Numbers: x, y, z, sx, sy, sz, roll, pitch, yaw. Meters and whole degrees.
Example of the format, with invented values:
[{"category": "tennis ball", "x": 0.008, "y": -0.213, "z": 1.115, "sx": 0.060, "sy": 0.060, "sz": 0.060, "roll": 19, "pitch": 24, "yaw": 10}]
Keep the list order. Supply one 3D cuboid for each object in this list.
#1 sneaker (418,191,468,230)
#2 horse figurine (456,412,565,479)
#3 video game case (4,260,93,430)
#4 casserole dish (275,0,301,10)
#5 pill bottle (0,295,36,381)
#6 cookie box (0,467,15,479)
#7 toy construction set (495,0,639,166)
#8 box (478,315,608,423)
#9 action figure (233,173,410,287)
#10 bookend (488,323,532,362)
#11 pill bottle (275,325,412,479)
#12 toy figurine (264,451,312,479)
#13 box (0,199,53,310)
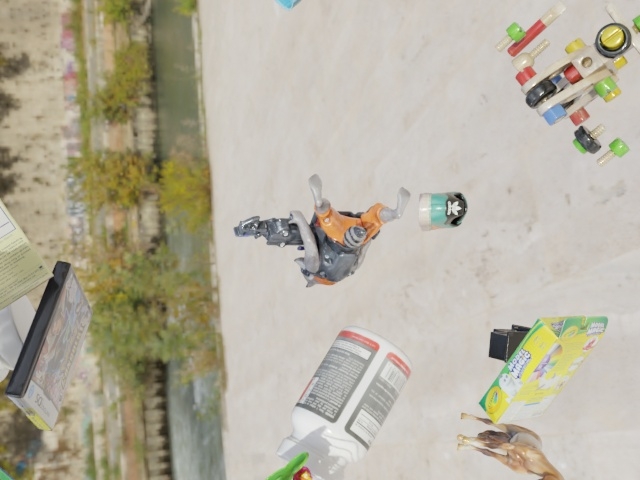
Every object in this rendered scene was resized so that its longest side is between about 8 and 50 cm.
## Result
[{"category": "sneaker", "x": 0.324, "y": -0.074, "z": 1.924, "sx": 0.302, "sy": 0.121, "sz": 0.108, "roll": -14, "pitch": -74, "yaw": -78}, {"category": "horse figurine", "x": 0.324, "y": 0.358, "z": 1.268, "sx": 0.263, "sy": 0.175, "sz": 0.066, "roll": 15, "pitch": -91, "yaw": -81}, {"category": "video game case", "x": -0.531, "y": 0.216, "z": 1.470, "sx": 0.248, "sy": 0.035, "sz": 0.274, "roll": 101, "pitch": 180, "yaw": -61}, {"category": "casserole dish", "x": -0.076, "y": -0.466, "z": 1.220, "sx": 0.188, "sy": 0.037, "sz": 0.114, "roll": 50, "pitch": 154, "yaw": 27}, {"category": "pill bottle", "x": -0.803, "y": 0.240, "z": 1.582, "sx": 0.204, "sy": 0.361, "sz": 0.204, "roll": 160, "pitch": 90, "yaw": -85}, {"category": "cookie box", "x": -0.257, "y": 0.203, "z": 0.541, "sx": 0.107, "sy": 0.092, "sz": 0.040, "roll": 57, "pitch": -151, "yaw": -30}, {"category": "toy construction set", "x": 0.495, "y": -0.350, "z": 1.374, "sx": 0.237, "sy": 0.257, "sz": 0.308, "roll": -43, "pitch": 49, "yaw": 29}, {"category": "box", "x": 0.292, "y": 0.160, "z": 0.960, "sx": 0.043, "sy": 0.105, "sz": 0.179, "roll": 54, "pitch": 127, "yaw": 39}, {"category": "action figure", "x": 0.000, "y": 0.000, "z": 1.552, "sx": 0.330, "sy": 0.342, "sz": 0.178, "roll": 111, "pitch": 150, "yaw": -55}, {"category": "bookend", "x": 0.443, "y": 0.238, "z": 1.713, "sx": 0.157, "sy": 0.156, "sz": 0.072, "roll": 4, "pitch": 89, "yaw": 63}, {"category": "pill bottle", "x": 0.056, "y": 0.410, "z": 1.810, "sx": 0.363, "sy": 0.210, "sz": 0.210, "roll": -56, "pitch": 8, "yaw": -19}, {"category": "toy figurine", "x": -0.042, "y": 0.556, "z": 1.524, "sx": 0.159, "sy": 0.173, "sz": 0.130, "roll": 51, "pitch": 162, "yaw": -6}, {"category": "box", "x": -0.630, "y": -0.031, "z": 1.343, "sx": 0.213, "sy": 0.117, "sz": 0.243, "roll": 38, "pitch": 155, "yaw": 39}]
